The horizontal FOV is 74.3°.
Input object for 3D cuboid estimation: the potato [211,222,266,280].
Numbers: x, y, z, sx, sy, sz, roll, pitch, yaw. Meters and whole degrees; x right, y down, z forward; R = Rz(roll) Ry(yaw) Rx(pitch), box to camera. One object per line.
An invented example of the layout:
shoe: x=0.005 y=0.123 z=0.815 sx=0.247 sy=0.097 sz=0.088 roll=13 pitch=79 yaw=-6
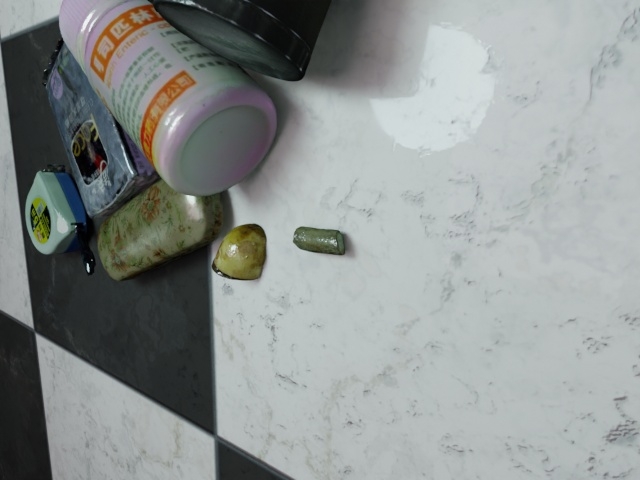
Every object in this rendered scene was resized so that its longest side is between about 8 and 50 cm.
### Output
potato: x=-0.156 y=0.015 z=0.798 sx=0.096 sy=0.066 sz=0.103 roll=28 pitch=112 yaw=26

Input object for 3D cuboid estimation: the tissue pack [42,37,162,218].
tissue pack: x=-0.486 y=-0.255 z=0.951 sx=0.259 sy=0.122 sz=0.361 roll=-23 pitch=85 yaw=42

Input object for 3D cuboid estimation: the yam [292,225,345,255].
yam: x=0.000 y=0.000 z=0.694 sx=0.094 sy=0.043 sz=0.043 roll=5 pitch=101 yaw=34

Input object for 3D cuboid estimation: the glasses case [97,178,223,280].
glasses case: x=-0.364 y=-0.023 z=0.922 sx=0.426 sy=0.098 sz=0.156 roll=-21 pitch=83 yaw=37

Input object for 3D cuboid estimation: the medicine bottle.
medicine bottle: x=-0.267 y=-0.276 z=0.732 sx=0.388 sy=0.219 sz=0.219 roll=49 pitch=122 yaw=20

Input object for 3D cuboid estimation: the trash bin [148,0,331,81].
trash bin: x=-0.060 y=-0.387 z=0.525 sx=0.301 sy=0.252 sz=0.203 roll=-67 pitch=17 yaw=7

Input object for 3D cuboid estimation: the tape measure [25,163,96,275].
tape measure: x=-0.707 y=-0.012 z=1.175 sx=0.215 sy=0.098 sz=0.351 roll=-40 pitch=71 yaw=32
